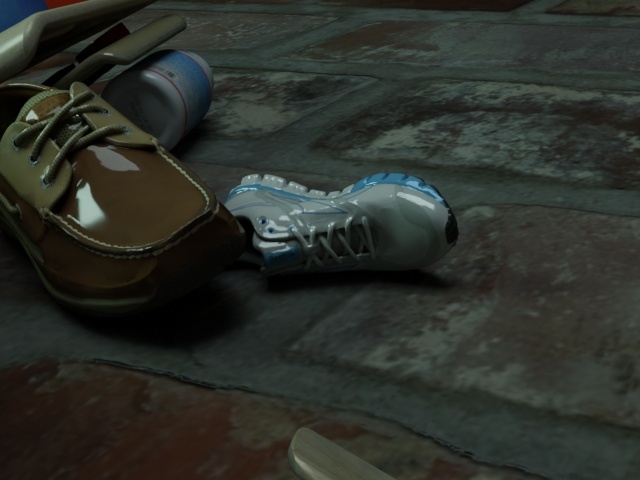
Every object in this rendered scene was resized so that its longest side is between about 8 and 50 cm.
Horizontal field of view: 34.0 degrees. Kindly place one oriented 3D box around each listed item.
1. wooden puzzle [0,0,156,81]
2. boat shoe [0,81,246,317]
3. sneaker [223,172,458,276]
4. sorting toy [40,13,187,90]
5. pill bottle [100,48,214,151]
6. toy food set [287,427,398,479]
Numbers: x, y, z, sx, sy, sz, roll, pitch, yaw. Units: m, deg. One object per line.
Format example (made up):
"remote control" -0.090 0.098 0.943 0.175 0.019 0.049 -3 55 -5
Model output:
"wooden puzzle" -0.351 -0.196 1.077 0.322 0.080 0.348 -21 17 21
"boat shoe" -0.174 -0.043 0.729 0.122 0.120 0.324 -36 32 -24
"sneaker" 0.000 0.000 0.716 0.191 0.071 0.083 0 26 32
"sorting toy" -0.268 -0.141 1.012 0.229 0.041 0.307 -28 14 19
"pill bottle" -0.160 -0.146 1.066 0.087 0.087 0.160 1 21 10
"toy food set" 0.005 0.163 0.299 0.128 0.071 0.218 25 28 5
